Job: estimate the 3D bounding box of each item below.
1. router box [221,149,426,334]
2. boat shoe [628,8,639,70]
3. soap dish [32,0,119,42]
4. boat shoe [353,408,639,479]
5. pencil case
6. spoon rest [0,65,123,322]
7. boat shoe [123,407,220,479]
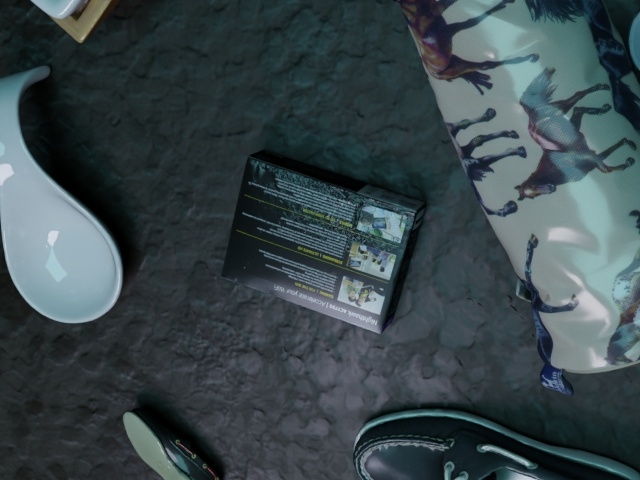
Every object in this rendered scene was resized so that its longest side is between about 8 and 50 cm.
[{"bbox_3d":[0.000,0.000,1.026,0.179,0.046,0.133,19,109,13],"label":"router box"},{"bbox_3d":[0.408,-0.159,0.822,0.306,0.105,0.113,4,116,25],"label":"boat shoe"},{"bbox_3d":[-0.217,-0.371,0.969,0.229,0.118,0.291,43,112,4],"label":"soap dish"},{"bbox_3d":[0.168,0.241,1.004,0.303,0.091,0.114,5,107,18],"label":"boat shoe"},{"bbox_3d":[0.189,-0.082,0.882,0.184,0.160,0.410,-19,97,49],"label":"pencil case"},{"bbox_3d":[-0.292,-0.042,1.093,0.137,0.084,0.276,-12,98,21],"label":"spoon rest"},{"bbox_3d":[-0.165,0.235,1.143,0.133,0.042,0.049,47,137,3],"label":"boat shoe"}]
